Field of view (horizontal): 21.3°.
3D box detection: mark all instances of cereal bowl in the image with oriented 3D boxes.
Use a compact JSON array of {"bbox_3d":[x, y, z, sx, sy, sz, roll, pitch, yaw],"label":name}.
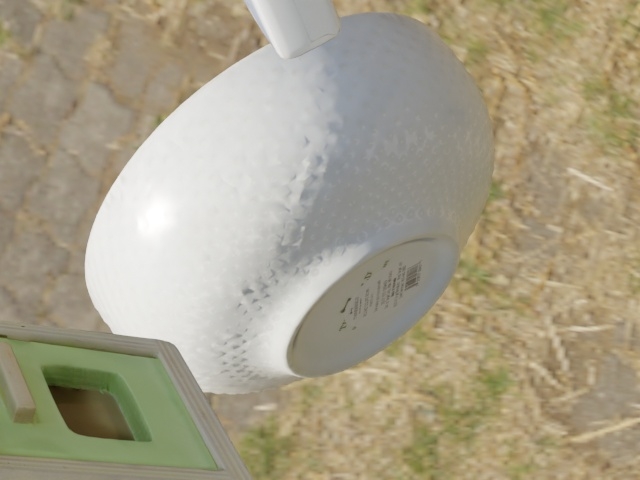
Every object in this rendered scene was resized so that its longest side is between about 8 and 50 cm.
[{"bbox_3d":[0.000,0.000,1.278,0.339,0.339,0.141,-48,61,19],"label":"cereal bowl"}]

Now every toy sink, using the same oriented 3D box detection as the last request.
[{"bbox_3d":[-0.177,0.127,0.922,0.153,0.234,0.131,53,127,53],"label":"toy sink"}]

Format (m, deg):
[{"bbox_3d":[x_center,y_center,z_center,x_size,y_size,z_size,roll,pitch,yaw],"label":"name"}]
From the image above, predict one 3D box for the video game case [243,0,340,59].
[{"bbox_3d":[-0.065,-0.171,0.462,0.023,0.201,0.183,-28,47,-1],"label":"video game case"}]
